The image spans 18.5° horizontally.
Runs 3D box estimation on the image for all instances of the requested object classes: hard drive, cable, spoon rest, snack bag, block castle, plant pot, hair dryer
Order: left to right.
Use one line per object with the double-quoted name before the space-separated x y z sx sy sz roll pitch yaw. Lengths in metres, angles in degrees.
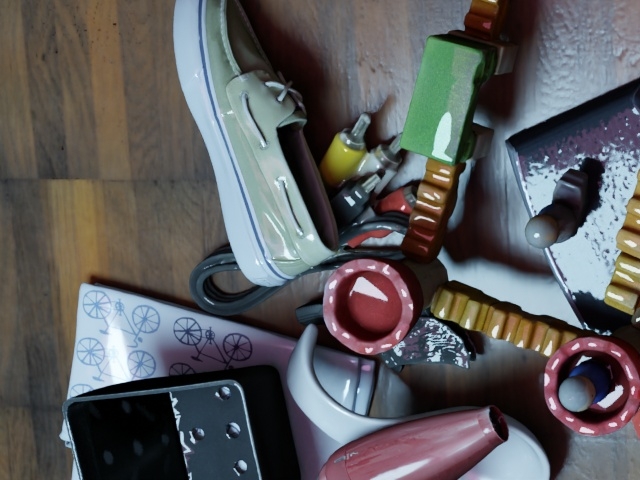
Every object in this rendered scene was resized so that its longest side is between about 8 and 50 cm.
"snack bag" -0.123 0.237 2.030 0.323 0.037 0.342 15 108 16
"plant pot" -0.115 0.208 1.910 0.187 0.167 0.188 -8 101 20
"cable" 0.000 0.000 1.929 0.139 0.072 0.287 45 127 -9
"spoon rest" 0.089 0.183 1.885 0.276 0.084 0.137 28 133 -1
"hair dryer" 0.101 0.245 1.868 0.224 0.080 0.293 5 139 -16
"block castle" 0.201 -0.085 1.674 0.303 0.213 0.453 20 105 19
"hard drive" 0.284 -0.005 1.806 0.172 0.054 0.254 -24 94 24

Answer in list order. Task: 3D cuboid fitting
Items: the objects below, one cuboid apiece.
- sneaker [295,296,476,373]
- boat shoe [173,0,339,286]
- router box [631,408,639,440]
"sneaker" 0.062 0.092 1.916 0.170 0.051 0.089 -11 97 20
"boat shoe" -0.056 -0.109 1.864 0.094 0.109 0.302 -19 85 24
"router box" 0.487 0.120 1.669 0.335 0.082 0.301 24 112 -16
